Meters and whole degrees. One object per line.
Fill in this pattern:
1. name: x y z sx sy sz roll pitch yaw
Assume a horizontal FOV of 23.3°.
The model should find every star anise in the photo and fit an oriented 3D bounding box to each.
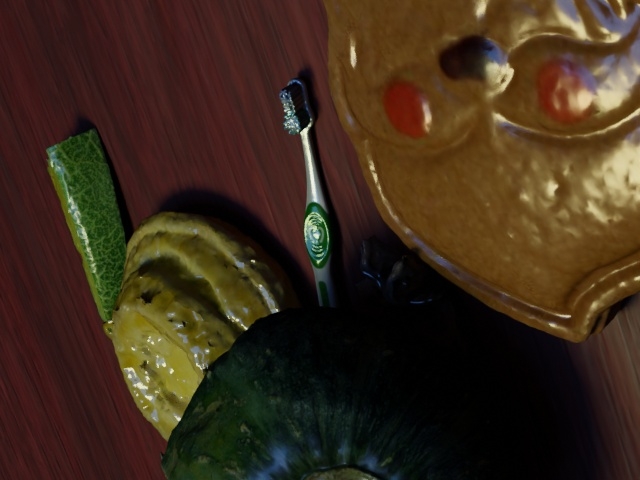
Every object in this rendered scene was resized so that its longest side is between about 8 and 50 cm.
1. star anise: 0.066 0.045 1.313 0.124 0.056 0.129 54 163 -26

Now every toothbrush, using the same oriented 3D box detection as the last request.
1. toothbrush: 0.001 -0.001 1.380 0.030 0.030 0.304 16 127 41

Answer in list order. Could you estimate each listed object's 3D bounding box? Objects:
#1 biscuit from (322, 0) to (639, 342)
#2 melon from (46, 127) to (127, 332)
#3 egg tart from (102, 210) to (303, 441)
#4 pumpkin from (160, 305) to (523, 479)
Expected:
1. biscuit: 0.130 -0.137 1.120 0.350 0.078 0.455 5 117 51
2. melon: -0.244 0.008 1.635 0.114 0.053 0.262 17 125 50
3. egg tart: -0.118 0.113 1.513 0.290 0.115 0.290 28 132 36
4. pumpkin: 0.038 0.168 1.290 0.293 0.263 0.197 30 92 12
